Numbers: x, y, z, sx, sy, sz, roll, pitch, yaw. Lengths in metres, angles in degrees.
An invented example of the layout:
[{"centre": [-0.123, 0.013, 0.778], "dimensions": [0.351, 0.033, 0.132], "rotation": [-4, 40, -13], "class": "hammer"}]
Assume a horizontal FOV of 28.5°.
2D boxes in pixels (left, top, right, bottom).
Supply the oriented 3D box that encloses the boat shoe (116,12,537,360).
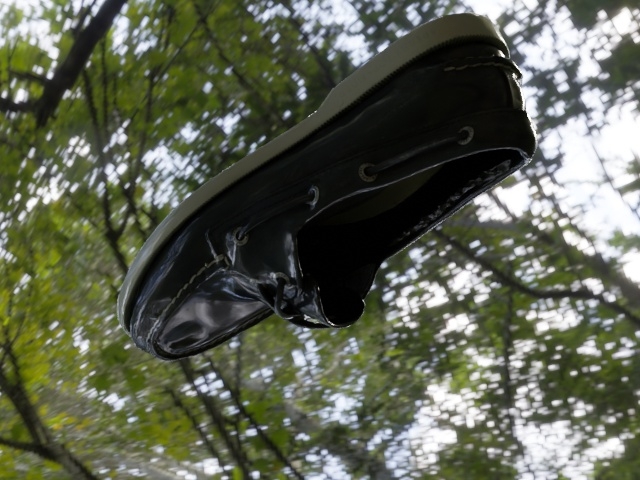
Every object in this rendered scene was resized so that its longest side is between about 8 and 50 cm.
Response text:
[{"centre": [0.003, 0.001, 0.826], "dimensions": [0.127, 0.340, 0.113], "rotation": [24, -146, -56], "class": "boat shoe"}]
